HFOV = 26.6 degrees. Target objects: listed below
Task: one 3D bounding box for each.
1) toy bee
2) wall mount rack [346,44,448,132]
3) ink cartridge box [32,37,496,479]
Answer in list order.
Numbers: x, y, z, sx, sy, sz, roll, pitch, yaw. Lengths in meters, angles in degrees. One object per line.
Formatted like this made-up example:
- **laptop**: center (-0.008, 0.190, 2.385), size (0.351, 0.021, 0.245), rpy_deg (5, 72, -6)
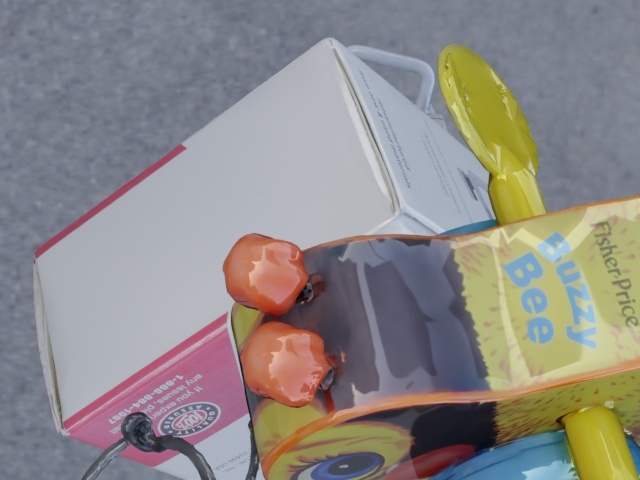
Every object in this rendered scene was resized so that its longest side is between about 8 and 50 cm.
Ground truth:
- **toy bee**: center (0.044, 0.045, 0.396), size (0.298, 0.195, 0.162), rpy_deg (-37, 153, -2)
- **wall mount rack**: center (0.028, 0.012, 1.143), size (0.350, 0.130, 0.304), rpy_deg (-96, -161, -65)
- **ink cartridge box**: center (0.021, 0.050, 0.727), size (0.283, 0.207, 0.117), rpy_deg (33, 30, -47)
